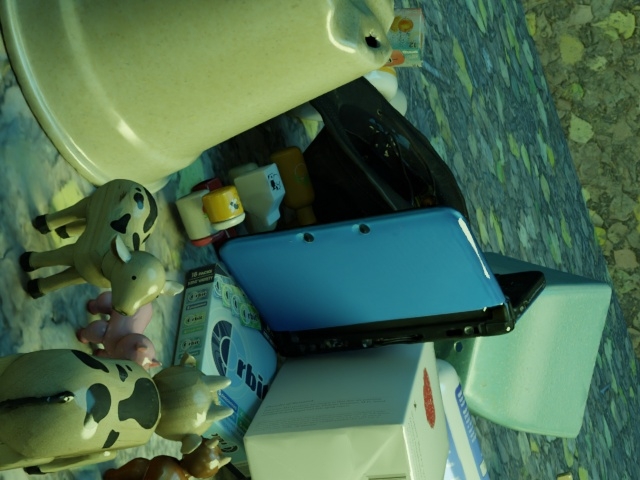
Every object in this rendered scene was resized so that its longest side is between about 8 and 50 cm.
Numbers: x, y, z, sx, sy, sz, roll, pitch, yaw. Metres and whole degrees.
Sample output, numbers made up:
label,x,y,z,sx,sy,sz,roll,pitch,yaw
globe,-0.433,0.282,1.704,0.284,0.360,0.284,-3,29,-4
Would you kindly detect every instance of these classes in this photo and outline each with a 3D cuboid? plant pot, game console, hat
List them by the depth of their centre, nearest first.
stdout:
label,x,y,z,sx,sy,sz,roll,pitch,yaw
plant pot,-0.102,-0.239,1.282,0.334,0.305,0.334,45,38,-51
game console,0.077,0.028,1.436,0.250,0.293,0.173,-34,114,-61
hat,0.054,-0.080,1.614,0.331,0.134,0.331,43,26,-27
plant pot,0.246,0.152,1.904,0.252,0.248,0.247,6,98,-46

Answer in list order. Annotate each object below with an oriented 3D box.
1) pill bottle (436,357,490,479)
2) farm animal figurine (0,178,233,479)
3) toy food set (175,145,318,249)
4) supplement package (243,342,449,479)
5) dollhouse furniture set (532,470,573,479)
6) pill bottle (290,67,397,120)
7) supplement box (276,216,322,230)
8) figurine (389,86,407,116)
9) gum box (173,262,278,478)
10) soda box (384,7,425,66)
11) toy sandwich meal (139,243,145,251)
label,x,y,z,sx,sy,sz,roll,pitch,yaw
pill bottle,0.132,0.255,1.744,0.152,0.152,0.272,-38,111,-66
farm animal figurine,-0.175,0.116,1.072,0.327,0.172,0.330,-23,98,-67
toy food set,-0.083,-0.027,1.453,0.232,0.111,0.104,-46,118,-67
supplement package,0.042,0.230,1.439,0.293,0.175,0.177,-61,142,-70
dollhouse furniture set,0.319,0.542,1.972,0.374,0.201,0.152,-65,136,-66
pill bottle,0.010,-0.322,1.789,0.162,0.162,0.278,16,61,-64
supplement box,0.000,0.000,1.681,0.233,0.078,0.080,-42,115,-64
figurine,0.066,-0.161,1.932,0.209,0.092,0.215,5,71,-62
gum box,-0.103,0.145,1.397,0.157,0.041,0.184,53,30,-43
soda box,0.045,-0.267,1.657,0.058,0.183,0.063,57,36,-72
toy sandwich meal,-0.199,-0.010,1.277,0.085,0.029,0.085,46,37,-51
